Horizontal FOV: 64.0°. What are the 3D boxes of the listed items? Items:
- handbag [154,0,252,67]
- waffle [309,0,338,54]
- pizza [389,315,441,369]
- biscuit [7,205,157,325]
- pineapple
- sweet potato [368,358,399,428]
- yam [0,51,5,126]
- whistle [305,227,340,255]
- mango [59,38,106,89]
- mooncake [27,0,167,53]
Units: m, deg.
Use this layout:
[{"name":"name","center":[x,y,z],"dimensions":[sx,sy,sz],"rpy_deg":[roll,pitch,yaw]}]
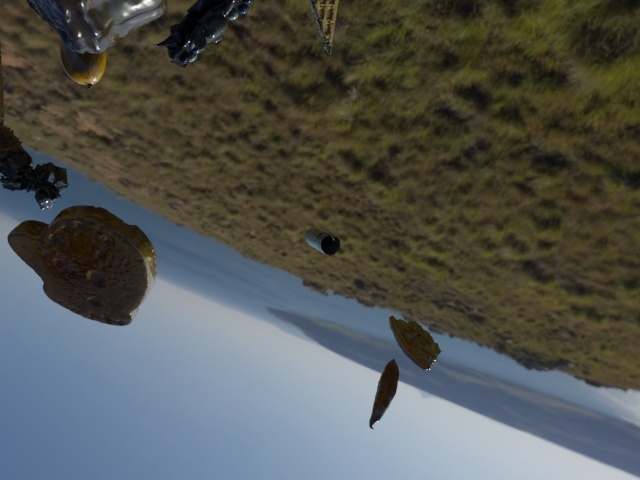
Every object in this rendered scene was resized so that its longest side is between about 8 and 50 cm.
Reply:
[{"name":"handbag","center":[-0.327,-0.640,1.501],"dimensions":[0.118,0.325,0.269],"rpy_deg":[47,-173,-19]},{"name":"waffle","center":[-0.008,-0.415,0.933],"dimensions":[0.097,0.153,0.023],"rpy_deg":[-17,-134,-32]},{"name":"pizza","center":[0.226,0.235,1.208],"dimensions":[0.098,0.036,0.160],"rpy_deg":[-8,-132,-29]},{"name":"biscuit","center":[-0.481,0.045,1.047],"dimensions":[0.287,0.057,0.344],"rpy_deg":[23,134,-10]},{"name":"pineapple","center":[-0.694,-0.170,1.183],"dimensions":[0.237,0.111,0.119],"rpy_deg":[41,125,-3]},{"name":"sweet potato","center":[0.178,0.419,1.404],"dimensions":[0.059,0.206,0.068],"rpy_deg":[2,137,38]},{"name":"yam","center":[-0.815,-0.381,1.206],"dimensions":[0.130,0.280,0.131],"rpy_deg":[14,-148,-9]},{"name":"whistle","center":[0.000,0.000,1.602],"dimensions":[0.062,0.062,0.312],"rpy_deg":[25,180,-12]},{"name":"mango","center":[-0.556,-0.450,1.199],"dimensions":[0.100,0.188,0.066],"rpy_deg":[0,-173,-9]},{"name":"mooncake","center":[-0.402,-0.463,0.796],"dimensions":[0.324,0.187,0.324],"rpy_deg":[44,163,17]}]
